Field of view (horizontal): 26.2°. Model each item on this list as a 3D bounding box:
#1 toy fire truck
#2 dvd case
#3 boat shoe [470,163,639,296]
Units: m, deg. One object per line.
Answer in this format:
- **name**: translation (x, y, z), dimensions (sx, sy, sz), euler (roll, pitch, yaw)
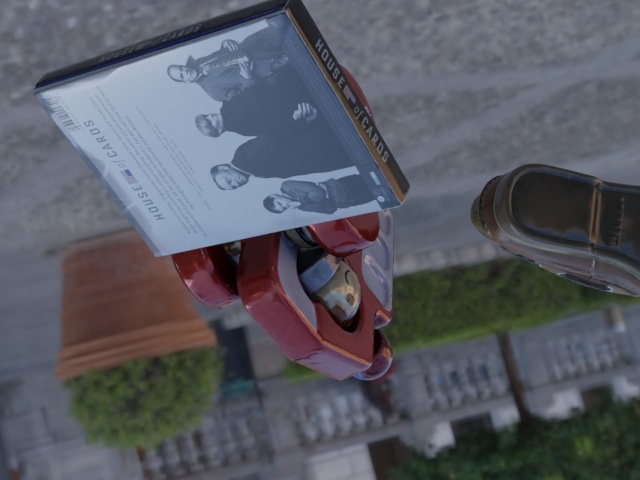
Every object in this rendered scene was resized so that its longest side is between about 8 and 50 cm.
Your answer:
- **toy fire truck**: translation (0.000, 0.000, 1.300), dimensions (0.169, 0.302, 0.254), euler (-24, 127, 22)
- **dvd case**: translation (-0.076, -0.077, 1.027), dimensions (0.239, 0.179, 0.029), euler (-11, -143, 33)
- **boat shoe**: translation (0.300, -0.002, 1.387), dimensions (0.307, 0.110, 0.104), euler (22, 164, -13)
